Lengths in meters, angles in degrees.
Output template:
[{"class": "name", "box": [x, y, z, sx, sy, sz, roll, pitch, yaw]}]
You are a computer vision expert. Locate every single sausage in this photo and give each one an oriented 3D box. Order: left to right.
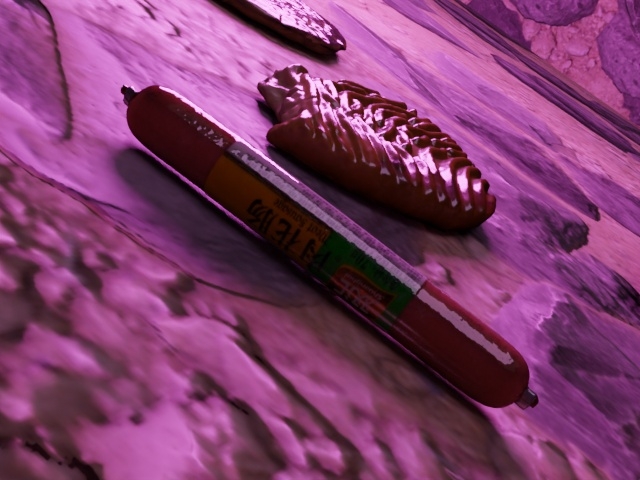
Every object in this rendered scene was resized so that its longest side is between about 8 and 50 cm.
[{"class": "sausage", "box": [0.000, 0.000, 0.415, 0.223, 0.029, 0.029, 37, 19, 9]}]

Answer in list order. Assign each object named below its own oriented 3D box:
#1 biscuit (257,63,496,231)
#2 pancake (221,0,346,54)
[{"class": "biscuit", "box": [0.041, -0.068, 0.643, 0.176, 0.031, 0.228, 33, 20, -10]}, {"class": "pancake", "box": [-0.054, -0.215, 0.857, 0.184, 0.020, 0.190, 44, 20, 24]}]
